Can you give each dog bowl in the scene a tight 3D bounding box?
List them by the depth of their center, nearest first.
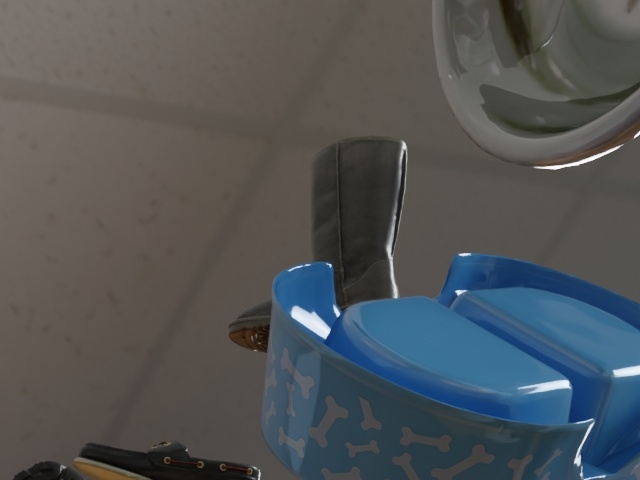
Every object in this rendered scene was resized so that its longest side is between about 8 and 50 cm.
[{"bbox_3d":[0.087,0.076,0.877,0.297,0.166,0.074,-4,-63,-52],"label":"dog bowl"}]

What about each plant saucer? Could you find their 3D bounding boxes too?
[{"bbox_3d":[0.217,-0.229,1.119,0.101,0.400,0.400,16,-63,-25],"label":"plant saucer"}]

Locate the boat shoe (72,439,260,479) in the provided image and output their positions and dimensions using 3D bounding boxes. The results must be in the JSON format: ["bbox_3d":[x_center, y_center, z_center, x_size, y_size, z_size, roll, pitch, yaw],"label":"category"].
[{"bbox_3d":[-0.108,0.164,1.238,0.133,0.042,0.049,15,-21,-6],"label":"boat shoe"}]

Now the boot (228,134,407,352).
[{"bbox_3d":[-0.001,0.001,1.720,0.190,0.208,0.076,-8,-26,7],"label":"boot"}]

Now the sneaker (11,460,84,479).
[{"bbox_3d":[-0.331,0.324,1.660,0.271,0.100,0.108,-32,-27,-16],"label":"sneaker"}]
